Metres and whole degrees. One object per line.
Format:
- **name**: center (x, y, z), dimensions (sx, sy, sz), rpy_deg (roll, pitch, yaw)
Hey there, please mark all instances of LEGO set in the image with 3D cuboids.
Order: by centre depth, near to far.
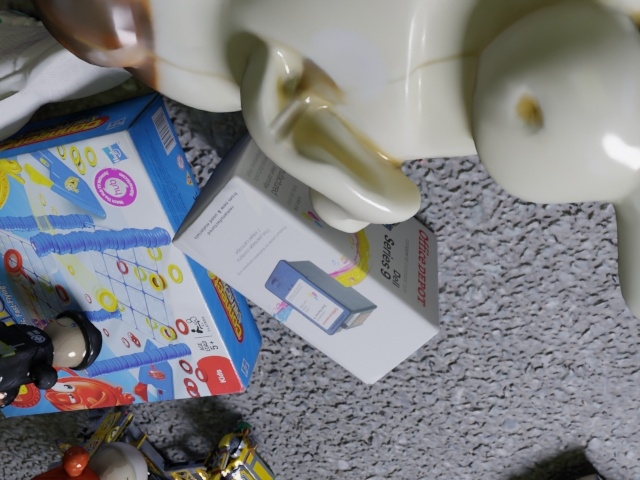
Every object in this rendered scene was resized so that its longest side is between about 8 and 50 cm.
- **LEGO set**: center (-0.224, 0.311, 0.788), dimensions (0.255, 0.331, 0.192), rpy_deg (-13, 120, 41)

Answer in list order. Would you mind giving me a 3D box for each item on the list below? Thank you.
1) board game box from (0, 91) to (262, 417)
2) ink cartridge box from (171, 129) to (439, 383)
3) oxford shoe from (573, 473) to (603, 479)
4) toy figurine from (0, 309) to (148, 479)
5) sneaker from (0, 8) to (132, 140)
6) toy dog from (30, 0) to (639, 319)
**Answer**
- **board game box**: center (-0.253, 0.034, 0.727), dimensions (0.301, 0.086, 0.308), rpy_deg (-10, 120, 16)
- **ink cartridge box**: center (0.000, 0.000, 0.619), dimensions (0.212, 0.154, 0.093), rpy_deg (39, 120, -14)
- **oxford shoe**: center (0.405, 0.398, 0.830), dimensions (0.348, 0.123, 0.130), rpy_deg (33, 117, -13)
- **toy figurine**: center (-0.287, 0.188, 0.665), dimensions (0.209, 0.148, 0.213), rpy_deg (-30, 80, 32)
- **sneaker**: center (-0.244, -0.166, 0.611), dimensions (0.212, 0.080, 0.094), rpy_deg (-22, 76, 8)
- **toy dog**: center (0.023, -0.160, 0.415), dimensions (0.407, 0.285, 0.395), rpy_deg (11, 158, 27)
